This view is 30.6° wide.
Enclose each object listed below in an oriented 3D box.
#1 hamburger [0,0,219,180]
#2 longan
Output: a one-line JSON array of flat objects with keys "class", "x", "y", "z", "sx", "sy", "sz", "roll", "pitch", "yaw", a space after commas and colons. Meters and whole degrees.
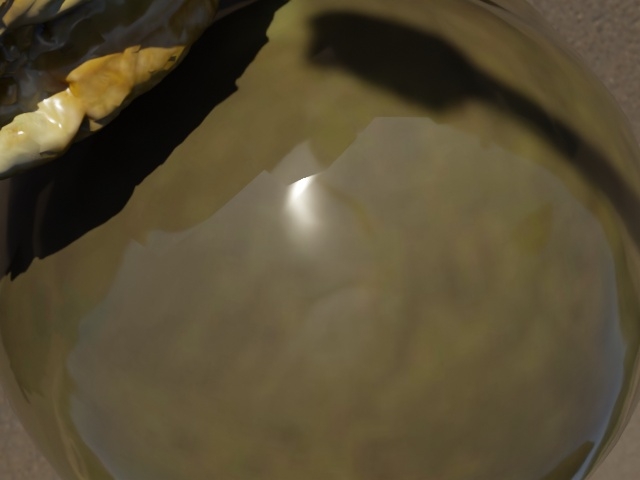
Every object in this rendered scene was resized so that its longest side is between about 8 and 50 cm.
[{"class": "hamburger", "x": -0.176, "y": -0.145, "z": 0.398, "sx": 0.318, "sy": 0.319, "sz": 0.158, "roll": -17, "pitch": 147, "yaw": -2}, {"class": "longan", "x": 0.000, "y": 0.000, "z": 0.590, "sx": 0.360, "sy": 0.361, "sz": 0.361, "roll": -11, "pitch": 141, "yaw": -9}]
